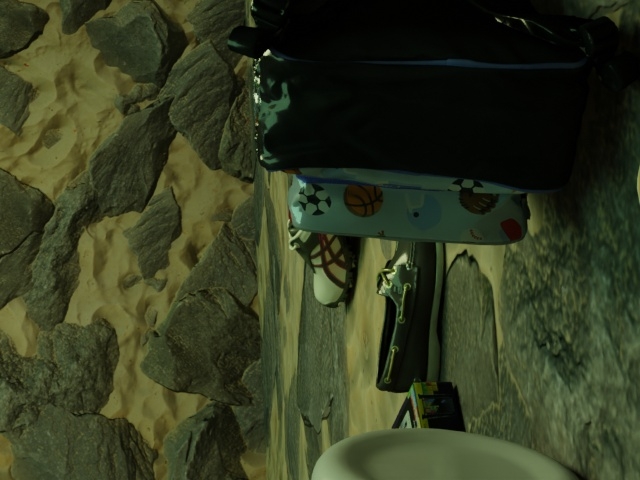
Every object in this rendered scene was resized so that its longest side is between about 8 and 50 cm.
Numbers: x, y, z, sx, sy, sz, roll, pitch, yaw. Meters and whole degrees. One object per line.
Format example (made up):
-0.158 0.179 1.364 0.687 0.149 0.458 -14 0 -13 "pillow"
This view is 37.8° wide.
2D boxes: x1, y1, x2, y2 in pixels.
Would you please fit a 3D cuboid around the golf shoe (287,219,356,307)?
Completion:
0.000 0.000 1.506 0.105 0.120 0.272 -103 15 -47 "golf shoe"

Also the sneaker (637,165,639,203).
0.218 -0.001 0.406 0.215 0.084 0.083 -115 27 -45 "sneaker"

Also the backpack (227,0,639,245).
0.077 -0.122 0.756 0.263 0.277 0.213 -82 0 -58 "backpack"

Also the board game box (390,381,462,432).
0.121 0.260 1.019 0.141 0.048 0.170 102 164 -56 "board game box"

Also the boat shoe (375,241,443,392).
0.099 0.065 1.082 0.081 0.069 0.227 -170 80 -80 "boat shoe"

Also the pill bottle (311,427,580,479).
0.086 0.346 0.718 0.210 0.210 0.362 -149 62 -78 "pill bottle"
